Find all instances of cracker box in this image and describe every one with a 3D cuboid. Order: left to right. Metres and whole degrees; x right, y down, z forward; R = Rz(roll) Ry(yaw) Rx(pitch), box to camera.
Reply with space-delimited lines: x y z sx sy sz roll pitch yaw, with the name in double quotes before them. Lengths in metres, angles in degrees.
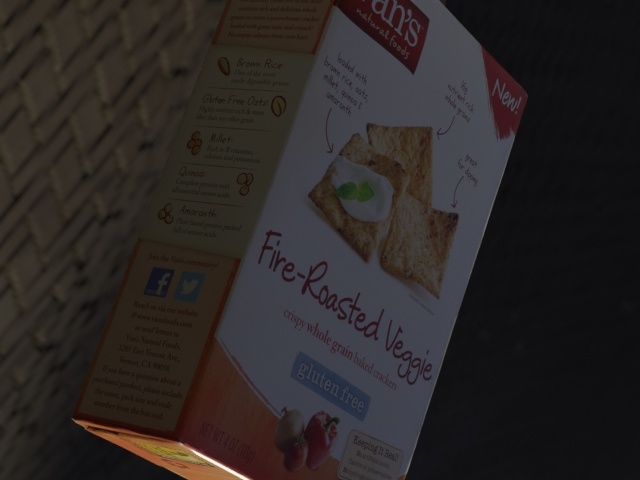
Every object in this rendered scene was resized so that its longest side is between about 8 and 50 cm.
"cracker box" 0.000 0.000 0.765 0.155 0.067 0.232 36 66 -48

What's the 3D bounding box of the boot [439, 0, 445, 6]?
"boot" 0.001 -0.107 1.050 0.264 0.096 0.281 -21 122 -39
